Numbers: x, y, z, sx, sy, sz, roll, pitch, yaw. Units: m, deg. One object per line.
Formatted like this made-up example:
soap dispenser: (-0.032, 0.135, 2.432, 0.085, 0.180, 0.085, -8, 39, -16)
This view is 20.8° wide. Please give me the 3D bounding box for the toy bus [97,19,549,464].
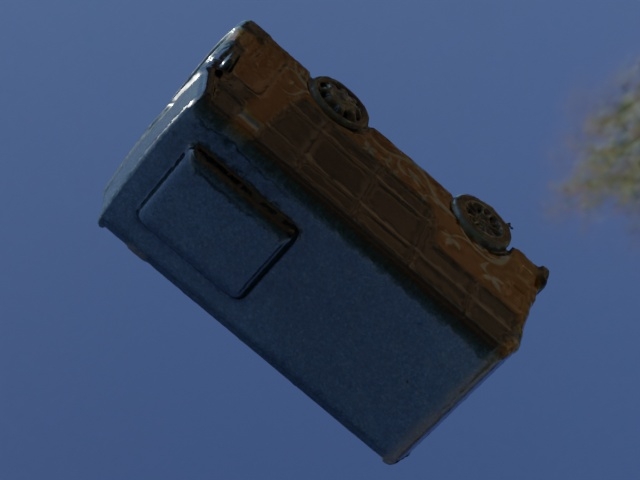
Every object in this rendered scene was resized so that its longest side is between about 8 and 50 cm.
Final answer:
toy bus: (0.000, 0.000, 1.148, 0.275, 0.138, 0.167, 41, -152, -4)
